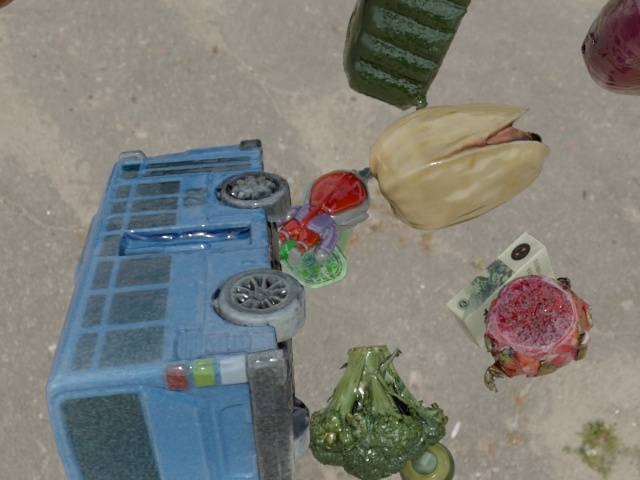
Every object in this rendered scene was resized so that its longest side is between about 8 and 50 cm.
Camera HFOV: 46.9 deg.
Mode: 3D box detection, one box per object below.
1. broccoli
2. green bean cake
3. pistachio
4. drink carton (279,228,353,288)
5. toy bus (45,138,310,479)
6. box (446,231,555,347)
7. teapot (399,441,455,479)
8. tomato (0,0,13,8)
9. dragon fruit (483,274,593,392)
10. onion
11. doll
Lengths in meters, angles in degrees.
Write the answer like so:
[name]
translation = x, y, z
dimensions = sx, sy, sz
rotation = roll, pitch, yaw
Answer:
[broccoli]
translation = 0.116, 0.368, 1.583
dimensions = 0.303, 0.321, 0.284
rotation = -4, 81, 13
[green bean cake]
translation = 0.134, -0.358, 1.150
dimensions = 0.156, 0.250, 0.247
rotation = 22, 34, -5
[pistachio]
translation = 0.173, -0.101, 0.922
dimensions = 0.229, 0.157, 0.157
rotation = -20, 56, -12
[drink carton]
translation = 0.000, 0.000, 1.578
dimensions = 0.144, 0.146, 0.142
rotation = 54, 34, -21
[toy bus]
translation = -0.078, 0.037, 0.439
dimensions = 0.133, 0.116, 0.234
rotation = -6, 33, -4
[box]
translation = 0.433, 0.121, 1.757
dimensions = 0.256, 0.164, 0.069
rotation = -42, 50, -3
[teapot]
translation = 0.237, 0.545, 1.716
dimensions = 0.165, 0.119, 0.130
rotation = -41, 54, -13
[tomato]
translation = -0.568, -0.452, 1.109
dimensions = 0.259, 0.260, 0.180
rotation = 30, 81, 13
[dragon fruit]
translation = 0.424, 0.175, 1.457
dimensions = 0.211, 0.147, 0.282
rotation = 38, 76, 18
[onion]
translation = 0.631, -0.403, 1.299
dimensions = 0.347, 0.347, 0.286
rotation = -11, 80, -20
[doll]
translation = 0.014, -0.045, 1.013
dimensions = 0.102, 0.075, 0.227
rotation = 30, 45, 15
